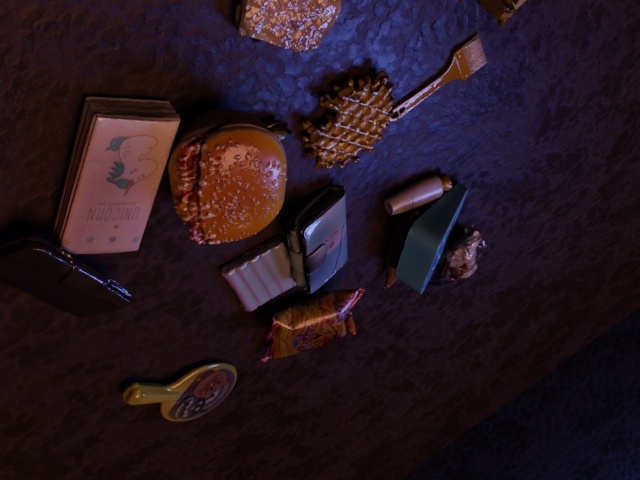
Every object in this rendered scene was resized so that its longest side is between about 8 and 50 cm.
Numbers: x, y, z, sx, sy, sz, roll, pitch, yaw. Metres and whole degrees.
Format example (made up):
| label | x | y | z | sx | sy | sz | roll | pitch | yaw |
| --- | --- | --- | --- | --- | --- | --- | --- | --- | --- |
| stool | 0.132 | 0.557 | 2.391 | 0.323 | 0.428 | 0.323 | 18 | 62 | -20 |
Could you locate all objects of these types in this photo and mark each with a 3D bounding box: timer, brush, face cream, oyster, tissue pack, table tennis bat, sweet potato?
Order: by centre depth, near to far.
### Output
| label | x | y | z | sx | sy | sz | roll | pitch | yaw |
| --- | --- | --- | --- | --- | --- | --- | --- | --- | --- |
| tissue pack | -0.387 | -0.114 | 1.540 | 0.170 | 0.071 | 0.325 | -6 | 136 | -38 |
| brush | 0.262 | -0.356 | 1.872 | 0.272 | 0.013 | 0.103 | -37 | 145 | 1 |
| face cream | 0.250 | -0.118 | 2.099 | 0.182 | 0.051 | 0.072 | -24 | 134 | -19 |
| table tennis bat | -0.365 | 0.400 | 2.168 | 0.224 | 0.054 | 0.369 | -51 | 146 | 18 |
| timer | 0.313 | -0.008 | 2.183 | 0.250 | 0.091 | 0.231 | -44 | 157 | -35 |
| sweet potato | 0.210 | 0.017 | 2.215 | 0.066 | 0.072 | 0.314 | -63 | 174 | -46 |
| oyster | 0.405 | 0.063 | 2.381 | 0.275 | 0.100 | 0.271 | -54 | 165 | 24 |

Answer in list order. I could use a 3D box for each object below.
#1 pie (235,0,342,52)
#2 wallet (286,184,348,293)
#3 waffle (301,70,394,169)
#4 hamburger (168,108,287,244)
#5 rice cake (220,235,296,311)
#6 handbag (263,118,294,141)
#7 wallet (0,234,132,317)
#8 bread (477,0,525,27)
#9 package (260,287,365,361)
| label | x | y | z | sx | sy | sz | roll | pitch | yaw |
| --- | --- | --- | --- | --- | --- | --- | --- | --- | --- |
| pie | -0.047 | -0.429 | 1.488 | 0.218 | 0.052 | 0.185 | 6 | 128 | -42 |
| wallet | 0.000 | 0.000 | 1.978 | 0.176 | 0.075 | 0.250 | -41 | 149 | -27 |
| waffle | 0.065 | -0.254 | 1.790 | 0.229 | 0.051 | 0.231 | -31 | 145 | -14 |
| hamburger | -0.179 | -0.116 | 1.611 | 0.227 | 0.151 | 0.295 | -7 | 135 | -8 |
| rice cake | -0.139 | 0.086 | 2.013 | 0.189 | 0.037 | 0.198 | -29 | 145 | -12 |
| handbag | -0.111 | -0.213 | 1.683 | 0.111 | 0.047 | 0.072 | -24 | 142 | -13 |
| wallet | -0.520 | 0.081 | 1.626 | 0.165 | 0.042 | 0.309 | -13 | 150 | 21 |
| bread | 0.430 | -0.543 | 1.593 | 0.248 | 0.279 | 0.315 | -47 | 132 | 3 |
| package | -0.027 | 0.224 | 2.215 | 0.288 | 0.108 | 0.223 | -14 | 145 | -17 |
